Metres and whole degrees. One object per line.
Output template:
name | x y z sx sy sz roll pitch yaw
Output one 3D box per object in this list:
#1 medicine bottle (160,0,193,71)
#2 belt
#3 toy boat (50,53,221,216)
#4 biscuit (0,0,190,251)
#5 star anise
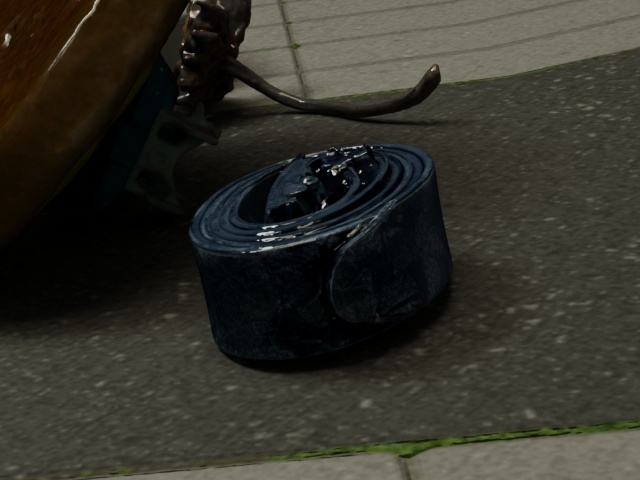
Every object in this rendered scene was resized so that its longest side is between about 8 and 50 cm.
medicine bottle | -0.257 -0.172 1.518 0.324 0.124 0.179 -16 31 -24
belt | 0.000 0.000 0.967 0.141 0.082 0.190 -10 17 16
toy boat | -0.143 -0.089 1.287 0.092 0.134 0.299 26 9 -16
biscuit | -0.180 -0.131 1.170 0.350 0.070 0.394 -11 46 58
star anise | -0.015 -0.147 1.394 0.227 0.148 0.218 19 -13 2
